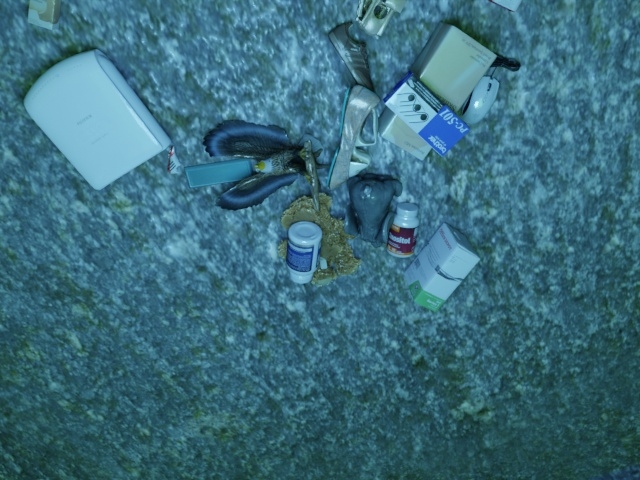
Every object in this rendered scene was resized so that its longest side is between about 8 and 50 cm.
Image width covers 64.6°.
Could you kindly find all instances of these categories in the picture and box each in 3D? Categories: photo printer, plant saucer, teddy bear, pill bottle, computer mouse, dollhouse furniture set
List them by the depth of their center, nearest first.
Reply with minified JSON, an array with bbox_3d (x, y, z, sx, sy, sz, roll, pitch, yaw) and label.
[{"bbox_3d":[0.090,-0.555,1.177,0.161,0.182,0.101,24,114,-15],"label":"dollhouse furniture set"},{"bbox_3d":[-0.583,-0.316,1.318,0.256,0.107,0.307,-28,116,12],"label":"photo printer"},{"bbox_3d":[0.445,-0.398,1.354,0.106,0.042,0.192,15,116,-11],"label":"computer mouse"},{"bbox_3d":[-0.049,0.038,1.423,0.094,0.094,0.169,4,129,-4],"label":"pill bottle"},{"bbox_3d":[-0.291,-0.191,1.448,0.192,0.018,0.067,-8,118,3],"label":"plant saucer"},{"bbox_3d":[0.249,-0.032,1.515,0.086,0.086,0.151,3,117,-4],"label":"pill bottle"},{"bbox_3d":[0.000,0.000,1.524,0.245,0.113,0.338,-34,122,22],"label":"teddy bear"}]

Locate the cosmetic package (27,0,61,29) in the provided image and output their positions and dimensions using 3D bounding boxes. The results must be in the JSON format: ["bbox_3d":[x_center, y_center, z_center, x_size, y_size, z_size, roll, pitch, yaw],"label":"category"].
[{"bbox_3d":[-0.660,-0.574,1.215,0.060,0.041,0.115,15,116,-10],"label":"cosmetic package"}]

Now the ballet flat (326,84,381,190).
[{"bbox_3d":[0.092,-0.253,1.351,0.106,0.107,0.315,18,131,6],"label":"ballet flat"}]

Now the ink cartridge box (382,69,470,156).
[{"bbox_3d":[0.262,-0.312,1.251,0.207,0.046,0.097,38,112,-19],"label":"ink cartridge box"}]

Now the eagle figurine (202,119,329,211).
[{"bbox_3d":[-0.145,-0.204,1.366,0.299,0.226,0.225,1,159,25],"label":"eagle figurine"}]

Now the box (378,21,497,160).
[{"bbox_3d":[0.288,-0.382,1.311,0.148,0.121,0.311,26,114,-15],"label":"box"}]

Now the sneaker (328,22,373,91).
[{"bbox_3d":[0.097,-0.463,1.292,0.071,0.066,0.188,-33,115,12],"label":"sneaker"}]

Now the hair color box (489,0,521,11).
[{"bbox_3d":[0.474,-0.639,1.227,0.072,0.043,0.141,19,116,-12],"label":"hair color box"}]

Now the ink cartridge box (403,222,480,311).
[{"bbox_3d":[0.363,0.079,1.537,0.093,0.160,0.219,27,114,-17],"label":"ink cartridge box"}]

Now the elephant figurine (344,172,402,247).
[{"bbox_3d":[0.148,-0.060,1.435,0.186,0.169,0.239,-8,112,-29],"label":"elephant figurine"}]

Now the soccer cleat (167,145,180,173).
[{"bbox_3d":[-0.409,-0.225,1.420,0.036,0.029,0.083,6,121,-15],"label":"soccer cleat"}]
